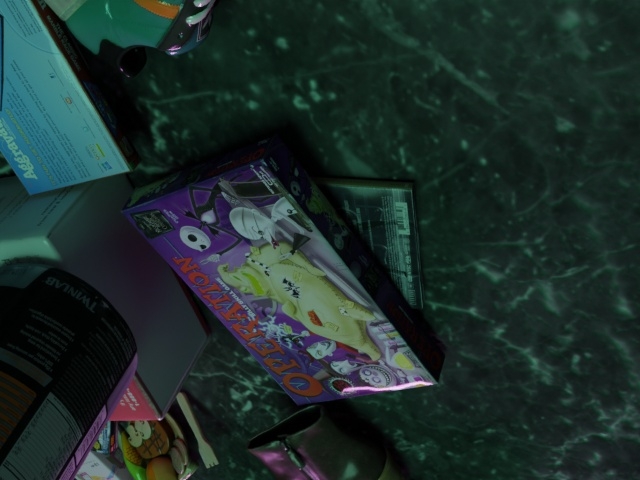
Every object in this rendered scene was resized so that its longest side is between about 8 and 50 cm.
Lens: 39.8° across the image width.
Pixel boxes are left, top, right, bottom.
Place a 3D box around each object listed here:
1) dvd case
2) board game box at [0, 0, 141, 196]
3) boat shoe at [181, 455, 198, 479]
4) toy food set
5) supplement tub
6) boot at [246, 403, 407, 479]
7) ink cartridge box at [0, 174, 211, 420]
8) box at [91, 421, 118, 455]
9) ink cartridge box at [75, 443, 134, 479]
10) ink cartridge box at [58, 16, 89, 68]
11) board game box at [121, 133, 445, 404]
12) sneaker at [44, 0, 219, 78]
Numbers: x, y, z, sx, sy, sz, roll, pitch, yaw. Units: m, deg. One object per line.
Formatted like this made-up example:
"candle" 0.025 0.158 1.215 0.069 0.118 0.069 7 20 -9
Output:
"dvd case" 0.000 0.000 0.967 0.221 0.018 0.165 4 130 18
"board game box" -0.306 -0.176 0.881 0.145 0.027 0.281 -10 123 25
"boat shoe" -0.229 0.373 1.347 0.048 0.056 0.153 28 124 -1
"toy food set" -0.237 0.298 1.263 0.192 0.038 0.132 -33 81 38
"supplement tub" -0.320 0.185 0.835 0.193 0.316 0.194 10 130 13
"boot" -0.030 0.313 1.173 0.248 0.090 0.207 -32 124 24
"ink cartridge box" -0.374 0.079 1.090 0.384 0.160 0.279 -7 125 27
"box" -0.338 0.238 1.276 0.093 0.027 0.137 13 116 12
"ink cartridge box" -0.338 0.348 1.371 0.088 0.052 0.122 -24 114 36
"ink cartridge box" -0.323 -0.244 0.881 0.097 0.046 0.207 -5 125 24
"board game box" -0.035 0.052 0.979 0.208 0.056 0.347 -13 127 38
"sneaker" -0.114 -0.240 0.765 0.302 0.108 0.121 -19 119 43
